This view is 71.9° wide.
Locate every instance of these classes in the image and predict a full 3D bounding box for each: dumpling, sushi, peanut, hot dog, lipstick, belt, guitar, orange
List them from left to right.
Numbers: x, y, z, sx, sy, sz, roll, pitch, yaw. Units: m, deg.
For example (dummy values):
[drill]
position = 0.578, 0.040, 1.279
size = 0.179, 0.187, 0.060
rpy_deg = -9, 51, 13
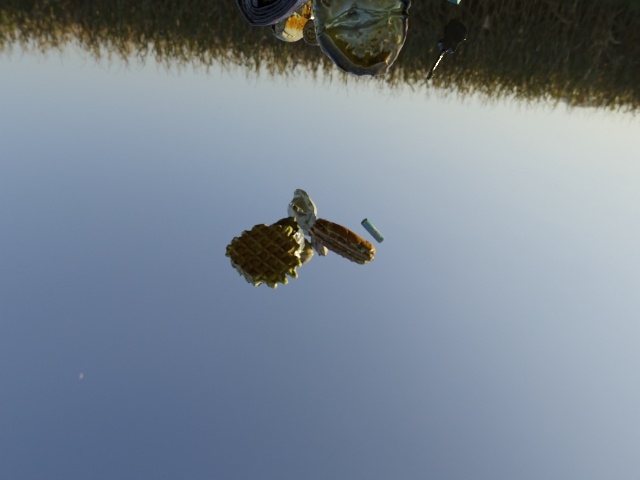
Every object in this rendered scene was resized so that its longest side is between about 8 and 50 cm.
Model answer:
[sushi]
position = -0.220, 0.028, 1.959
size = 0.210, 0.171, 0.350
rpy_deg = 28, -132, 37
[belt]
position = -0.145, -0.872, 1.532
size = 0.288, 0.184, 0.164
rpy_deg = -7, -153, 35
[peanut]
position = -0.101, 0.054, 2.271
size = 0.109, 0.141, 0.159
rpy_deg = -23, -149, -34
[dumpling]
position = -0.079, -0.137, 2.228
size = 0.146, 0.258, 0.193
rpy_deg = -20, -156, -27
[hot dog]
position = 0.083, 0.004, 1.622
size = 0.268, 0.115, 0.072
rpy_deg = 26, -156, -6
[orange]
position = 0.102, -0.669, 1.248
size = 0.270, 0.369, 0.211
rpy_deg = -14, -130, -5
[lipstick]
position = 0.287, -0.052, 2.417
size = 0.158, 0.048, 0.048
rpy_deg = 45, -166, -22
[guitar]
position = 0.447, -0.685, 1.595
size = 0.088, 0.234, 0.025
rpy_deg = 30, -179, -22

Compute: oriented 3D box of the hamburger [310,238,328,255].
[hamburger]
position = 0.003, -0.002, 2.272
size = 0.087, 0.176, 0.102
rpy_deg = 14, -121, 20

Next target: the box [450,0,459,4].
[box]
position = 0.391, -0.910, 1.456
size = 0.244, 0.153, 0.092
rpy_deg = 37, -170, 24

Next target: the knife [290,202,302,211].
[knife]
position = -0.110, -0.144, 1.998
size = 0.061, 0.027, 0.343
rpy_deg = 32, -177, -9

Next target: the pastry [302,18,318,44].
[pastry]
position = -0.027, -0.859, 1.818
size = 0.097, 0.109, 0.057
rpy_deg = -20, -166, 27

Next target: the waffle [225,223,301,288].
[waffle]
position = -0.226, 0.061, 1.764
size = 0.306, 0.060, 0.312
rpy_deg = -11, -128, -4

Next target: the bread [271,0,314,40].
[bread]
position = -0.118, -1.141, 2.183
size = 0.191, 0.315, 0.171
rpy_deg = 3, -162, -40
